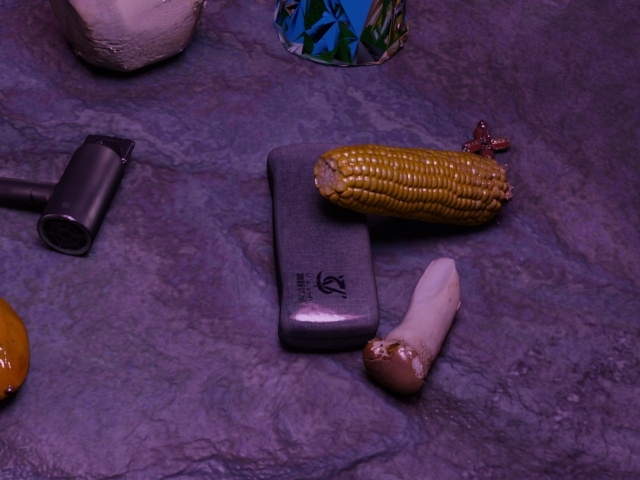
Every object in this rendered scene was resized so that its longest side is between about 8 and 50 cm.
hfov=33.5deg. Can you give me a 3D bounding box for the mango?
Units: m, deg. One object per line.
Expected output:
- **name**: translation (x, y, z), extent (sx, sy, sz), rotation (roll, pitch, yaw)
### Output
- **mango**: translation (-0.408, 0.120, 1.293), extent (0.098, 0.075, 0.190), rotation (-16, 46, -25)

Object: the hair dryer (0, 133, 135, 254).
- **hair dryer**: translation (-0.402, -0.087, 1.475), extent (0.248, 0.078, 0.195), rotation (7, 48, 8)

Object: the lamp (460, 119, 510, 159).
- **lamp**: translation (0.240, -0.140, 1.599), extent (0.063, 0.031, 0.083), rotation (33, 59, 22)

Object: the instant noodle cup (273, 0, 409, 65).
- **instant noodle cup**: translation (0.041, -0.419, 1.719), extent (0.240, 0.178, 0.240), rotation (2, 50, -2)

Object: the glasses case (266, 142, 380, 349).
- **glasses case**: translation (0.000, 0.000, 1.428), extent (0.131, 0.074, 0.323), rotation (-2, 50, -5)

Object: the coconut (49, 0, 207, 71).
- **coconut**: translation (-0.285, -0.382, 1.631), extent (0.230, 0.227, 0.227), rotation (-31, 59, -19)

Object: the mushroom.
- **mushroom**: translation (0.127, 0.105, 1.358), extent (0.084, 0.071, 0.209), rotation (4, 41, 32)

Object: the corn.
- **corn**: translation (0.127, -0.074, 1.436), extent (0.305, 0.106, 0.106), rotation (1, 46, -34)
